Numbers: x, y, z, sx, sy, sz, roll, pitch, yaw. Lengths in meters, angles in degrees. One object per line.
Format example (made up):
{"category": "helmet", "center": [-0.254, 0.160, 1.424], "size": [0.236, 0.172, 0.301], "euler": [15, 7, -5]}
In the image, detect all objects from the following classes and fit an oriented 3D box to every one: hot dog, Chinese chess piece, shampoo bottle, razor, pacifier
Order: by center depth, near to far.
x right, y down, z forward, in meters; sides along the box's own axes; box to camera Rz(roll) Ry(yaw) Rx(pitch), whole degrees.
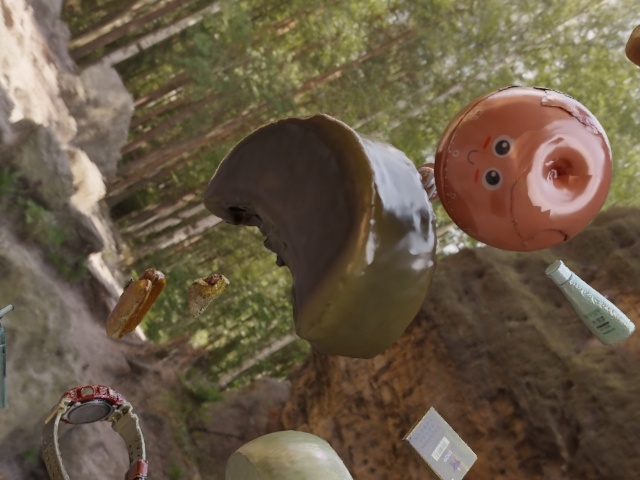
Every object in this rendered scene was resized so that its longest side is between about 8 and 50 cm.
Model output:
{"category": "Chinese chess piece", "center": [-0.025, 0.336, 0.840], "size": [0.250, 0.101, 0.250], "euler": [171, -90, -66]}
{"category": "razor", "center": [-0.569, 0.219, 1.360], "size": [0.035, 0.084, 0.211], "euler": [18, -58, 18]}
{"category": "shampoo bottle", "center": [0.479, 0.110, 1.380], "size": [0.190, 0.041, 0.069], "euler": [44, -47, -12]}
{"category": "pacifier", "center": [0.215, -0.102, 1.482], "size": [0.078, 0.081, 0.099], "euler": [34, 5, -43]}
{"category": "hot dog", "center": [-0.401, 0.133, 1.657], "size": [0.062, 0.092, 0.236], "euler": [47, -54, 9]}
{"category": "hot dog", "center": [-0.256, 0.112, 1.672], "size": [0.061, 0.078, 0.169], "euler": [36, -46, -11]}

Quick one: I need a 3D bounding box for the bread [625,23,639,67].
{"category": "bread", "center": [0.466, -0.285, 1.069], "size": [0.062, 0.049, 0.103], "euler": [40, -14, 21]}

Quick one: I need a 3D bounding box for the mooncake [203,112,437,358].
{"category": "mooncake", "center": [0.000, 0.000, 1.293], "size": [0.393, 0.246, 0.394], "euler": [-12, -108, 44]}

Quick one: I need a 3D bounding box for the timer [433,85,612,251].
{"category": "timer", "center": [0.277, -0.099, 1.068], "size": [0.230, 0.229, 0.215], "euler": [63, -17, -21]}

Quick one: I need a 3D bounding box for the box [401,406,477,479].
{"category": "box", "center": [0.221, 0.388, 1.428], "size": [0.133, 0.090, 0.023], "euler": [48, -31, -2]}

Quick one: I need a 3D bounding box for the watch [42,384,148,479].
{"category": "watch", "center": [-0.359, 0.364, 1.250], "size": [0.164, 0.102, 0.268], "euler": [5, 47, -48]}
